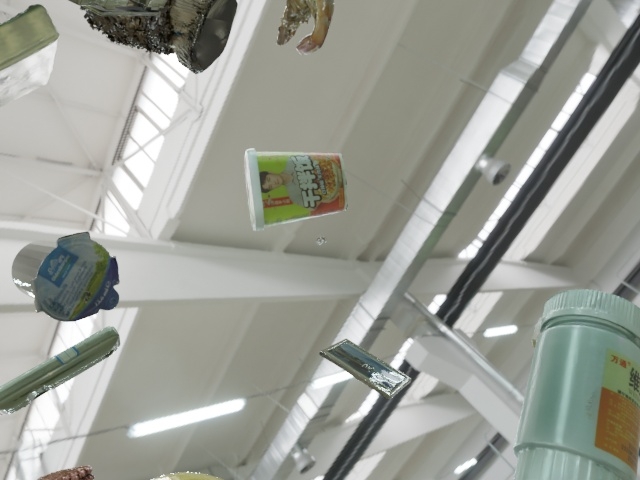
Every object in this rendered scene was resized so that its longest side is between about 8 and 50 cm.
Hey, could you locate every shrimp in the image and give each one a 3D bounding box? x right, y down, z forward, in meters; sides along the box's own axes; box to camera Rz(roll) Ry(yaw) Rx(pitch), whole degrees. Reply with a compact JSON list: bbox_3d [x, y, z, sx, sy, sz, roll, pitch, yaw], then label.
[{"bbox_3d":[-0.018,-0.294,0.696,0.045,0.095,0.162,-27,-1,-28],"label":"shrimp"}]

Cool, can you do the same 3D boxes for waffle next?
[{"bbox_3d":[-0.372,0.348,0.740,0.083,0.029,0.075,-7,-13,-19],"label":"waffle"}]

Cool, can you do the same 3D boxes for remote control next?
[{"bbox_3d":[-0.696,0.348,1.369,0.335,0.065,0.128,-31,-12,-30],"label":"remote control"}]

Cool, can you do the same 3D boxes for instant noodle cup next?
[{"bbox_3d":[-0.084,-0.179,1.699,0.308,0.293,0.293,-7,-46,-10],"label":"instant noodle cup"}]

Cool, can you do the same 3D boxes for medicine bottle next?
[{"bbox_3d":[0.392,0.245,0.770,0.318,0.158,0.158,-61,-27,-31],"label":"medicine bottle"}]

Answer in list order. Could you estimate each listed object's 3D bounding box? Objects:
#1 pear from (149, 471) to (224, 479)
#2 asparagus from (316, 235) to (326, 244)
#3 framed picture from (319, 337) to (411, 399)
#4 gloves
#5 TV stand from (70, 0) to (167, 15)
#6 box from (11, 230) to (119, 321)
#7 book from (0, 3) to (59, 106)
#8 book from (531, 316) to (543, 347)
[{"bbox_3d":[-0.246,0.579,0.879,0.348,0.348,0.348,-26,-40,-24],"label":"pear"},{"bbox_3d":[0.000,0.000,1.022,0.016,0.016,0.163,-26,0,-3],"label":"asparagus"},{"bbox_3d":[0.082,0.230,0.931,0.109,0.149,0.011,-7,-59,-61],"label":"framed picture"},{"bbox_3d":[-0.333,-0.465,1.036,0.210,0.312,0.135,-62,-1,40],"label":"gloves"},{"bbox_3d":[-0.298,-0.359,0.759,0.042,0.036,0.249,-60,3,26],"label":"TV stand"},{"bbox_3d":[-0.774,0.105,1.556,0.291,0.206,0.262,49,-122,-53],"label":"box"},{"bbox_3d":[-0.396,-0.072,0.425,0.371,0.260,0.043,-38,-67,-20],"label":"book"},{"bbox_3d":[0.520,0.172,1.023,0.170,0.018,0.242,-11,-2,26],"label":"book"}]
